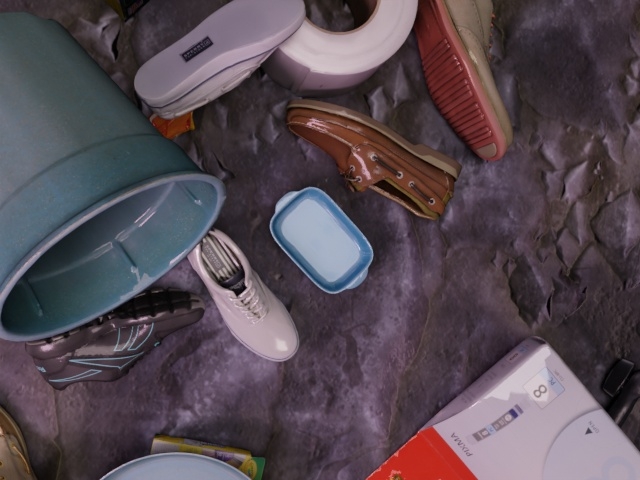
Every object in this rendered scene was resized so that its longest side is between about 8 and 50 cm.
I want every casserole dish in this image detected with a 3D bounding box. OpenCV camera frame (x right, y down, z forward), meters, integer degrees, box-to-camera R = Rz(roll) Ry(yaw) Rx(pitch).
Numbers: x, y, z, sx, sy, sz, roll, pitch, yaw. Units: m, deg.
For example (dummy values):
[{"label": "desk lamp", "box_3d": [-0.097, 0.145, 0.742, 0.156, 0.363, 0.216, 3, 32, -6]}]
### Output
[{"label": "casserole dish", "box_3d": [0.000, 0.000, 1.221, 0.114, 0.037, 0.188, -43, 97, -8]}]

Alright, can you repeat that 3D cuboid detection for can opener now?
[{"label": "can opener", "box_3d": [0.514, 0.299, 1.302, 0.059, 0.073, 0.186, 31, 86, -47]}]

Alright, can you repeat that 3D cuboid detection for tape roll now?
[{"label": "tape roll", "box_3d": [0.011, -0.358, 1.164, 0.246, 0.169, 0.246, 0, 88, -10]}]

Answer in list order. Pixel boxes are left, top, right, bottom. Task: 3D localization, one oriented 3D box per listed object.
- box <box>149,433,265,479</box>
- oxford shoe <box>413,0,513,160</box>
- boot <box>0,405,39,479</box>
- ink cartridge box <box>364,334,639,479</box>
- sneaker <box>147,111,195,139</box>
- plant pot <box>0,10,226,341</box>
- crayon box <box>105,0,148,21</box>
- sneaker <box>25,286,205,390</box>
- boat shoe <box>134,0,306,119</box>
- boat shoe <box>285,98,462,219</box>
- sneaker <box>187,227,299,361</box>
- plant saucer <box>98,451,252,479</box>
[{"label": "box", "box_3d": [-0.183, 0.372, 1.179, 0.179, 0.043, 0.105, 13, 87, -7]}, {"label": "oxford shoe", "box_3d": [0.240, -0.327, 1.222, 0.147, 0.140, 0.396, -26, 96, -18]}, {"label": "boot", "box_3d": [-0.469, 0.339, 1.047, 0.095, 0.203, 0.261, -25, 94, -10]}, {"label": "ink cartridge box", "box_3d": [0.308, 0.394, 1.221, 0.385, 0.091, 0.308, -41, 95, -2]}, {"label": "sneaker", "box_3d": [-0.237, -0.179, 1.172, 0.067, 0.064, 0.175, 41, 85, -17]}, {"label": "plant pot", "box_3d": [-0.361, -0.100, 1.009, 0.341, 0.341, 0.334, -35, 78, -9]}, {"label": "crayon box", "box_3d": [-0.376, -0.486, 1.082, 0.318, 0.202, 0.081, 45, 82, -7]}, {"label": "sneaker", "box_3d": [-0.304, 0.148, 1.150, 0.268, 0.101, 0.106, -15, 114, -11]}, {"label": "boat shoe", "box_3d": [-0.133, -0.257, 1.046, 0.258, 0.084, 0.095, -27, 66, 1]}, {"label": "boat shoe", "box_3d": [0.078, -0.127, 1.199, 0.307, 0.111, 0.104, 22, 84, -9]}, {"label": "sneaker", "box_3d": [-0.125, 0.088, 1.169, 0.094, 0.091, 0.258, -40, 95, -8]}, {"label": "plant saucer", "box_3d": [-0.219, 0.457, 1.140, 0.318, 0.043, 0.317, -1, 103, -5]}]
